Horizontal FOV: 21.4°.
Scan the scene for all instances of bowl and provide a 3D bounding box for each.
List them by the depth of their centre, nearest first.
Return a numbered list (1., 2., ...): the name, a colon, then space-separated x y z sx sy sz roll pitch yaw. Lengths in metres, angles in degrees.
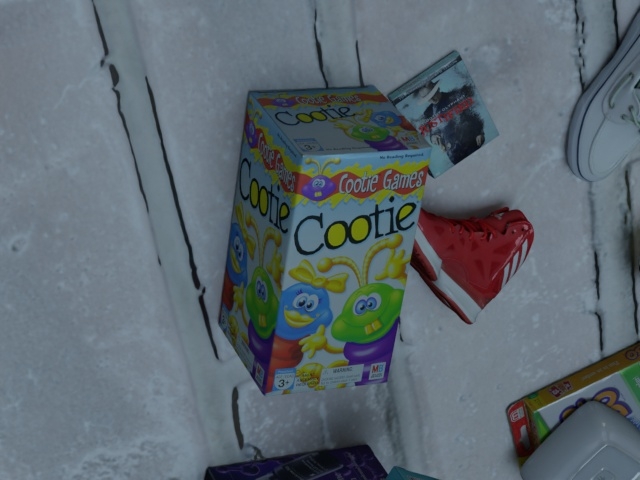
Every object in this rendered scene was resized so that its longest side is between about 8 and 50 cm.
1. bowl: 0.330 0.277 2.062 0.142 0.053 0.142 -46 131 10

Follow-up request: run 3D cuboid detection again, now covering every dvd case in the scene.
1. dvd case: 0.130 -0.130 1.774 0.087 0.013 0.119 -34 128 -3

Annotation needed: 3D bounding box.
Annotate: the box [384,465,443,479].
1. box: 0.067 0.365 1.829 0.100 0.060 0.244 20 109 -33

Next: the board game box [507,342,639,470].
1. board game box: 0.356 0.201 2.080 0.259 0.039 0.124 -23 127 -8

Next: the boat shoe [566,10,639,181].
1. boat shoe: 0.338 -0.154 1.819 0.083 0.076 0.226 8 116 -29

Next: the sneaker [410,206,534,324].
1. sneaker: 0.149 -0.014 1.826 0.128 0.087 0.221 -45 141 -5

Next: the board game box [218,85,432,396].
1. board game box: 0.000 0.000 1.710 0.144 0.142 0.275 -5 122 -23

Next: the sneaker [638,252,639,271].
1. sneaker: 0.544 0.008 2.008 0.385 0.145 0.147 1 88 -24

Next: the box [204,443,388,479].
1. box: -0.015 0.327 1.902 0.207 0.153 0.108 -6 122 -23
